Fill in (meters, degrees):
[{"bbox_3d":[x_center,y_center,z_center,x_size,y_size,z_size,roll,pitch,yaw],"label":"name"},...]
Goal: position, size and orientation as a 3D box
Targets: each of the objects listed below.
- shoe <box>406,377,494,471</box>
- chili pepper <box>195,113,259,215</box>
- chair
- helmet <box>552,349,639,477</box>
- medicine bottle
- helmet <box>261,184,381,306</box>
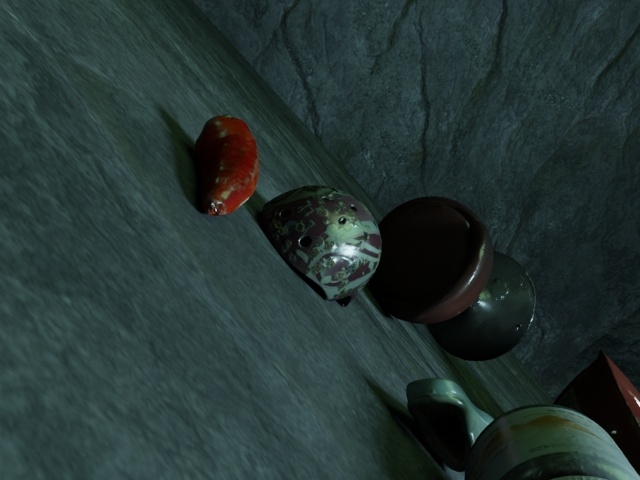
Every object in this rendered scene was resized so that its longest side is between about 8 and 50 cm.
[{"bbox_3d":[0.147,0.220,0.943,0.195,0.079,0.078,53,39,-46],"label":"shoe"},{"bbox_3d":[-0.102,-0.084,0.926,0.272,0.071,0.063,-103,-168,-61],"label":"chili pepper"},{"bbox_3d":[0.225,0.066,1.472,0.226,0.226,0.401,55,10,28],"label":"chair"},{"bbox_3d":[0.490,0.392,1.407,0.337,0.230,0.385,45,18,-24],"label":"helmet"},{"bbox_3d":[0.216,0.256,0.750,0.165,0.165,0.273,50,7,1],"label":"medicine bottle"},{"bbox_3d":[0.015,-0.008,1.059,0.153,0.107,0.177,57,9,22],"label":"helmet"}]
